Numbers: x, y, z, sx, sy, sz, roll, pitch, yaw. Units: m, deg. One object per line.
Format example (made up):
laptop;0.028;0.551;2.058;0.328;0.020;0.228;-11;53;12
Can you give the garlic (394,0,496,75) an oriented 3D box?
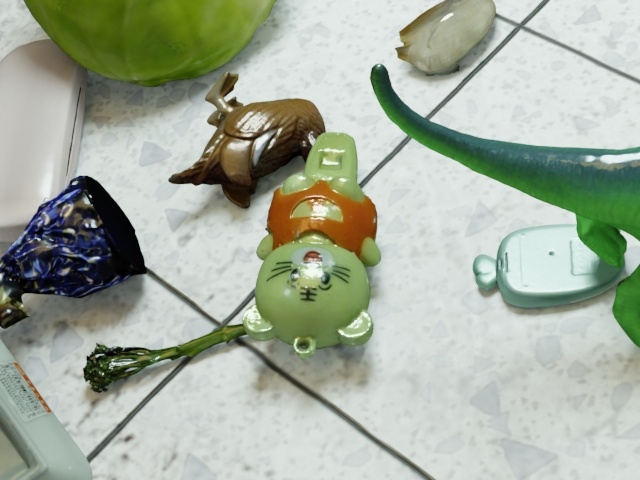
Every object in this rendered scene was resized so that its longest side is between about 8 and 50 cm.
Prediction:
garlic;0.153;-0.250;1.624;0.152;0.066;0.084;-33;49;-5

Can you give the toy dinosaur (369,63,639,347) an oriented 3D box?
toy dinosaur;0.330;-0.068;1.205;0.374;0.500;0.144;-29;42;37

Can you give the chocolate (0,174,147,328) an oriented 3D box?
chocolate;-0.357;0.064;1.518;0.343;0.126;0.148;-31;27;-3

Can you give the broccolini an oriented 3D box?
broccolini;-0.142;0.116;1.471;0.218;0.044;0.042;-11;36;4

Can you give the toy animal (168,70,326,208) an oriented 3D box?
toy animal;-0.070;-0.093;1.576;0.188;0.089;0.179;-39;67;-19

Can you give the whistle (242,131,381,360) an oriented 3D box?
whistle;0.000;0.000;1.459;0.131;0.106;0.289;3;55;9

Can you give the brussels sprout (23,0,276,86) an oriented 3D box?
brussels sprout;-0.204;-0.355;1.702;0.344;0.344;0.268;-41;29;-14

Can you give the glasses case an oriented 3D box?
glasses case;-0.347;-0.125;1.691;0.113;0.075;0.297;-7;53;11

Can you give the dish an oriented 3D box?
dish;-0.341;0.193;1.389;0.151;0.077;0.212;-36;80;-9

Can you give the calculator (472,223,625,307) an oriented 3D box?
calculator;0.228;0.024;1.420;0.153;0.021;0.095;-4;52;11
